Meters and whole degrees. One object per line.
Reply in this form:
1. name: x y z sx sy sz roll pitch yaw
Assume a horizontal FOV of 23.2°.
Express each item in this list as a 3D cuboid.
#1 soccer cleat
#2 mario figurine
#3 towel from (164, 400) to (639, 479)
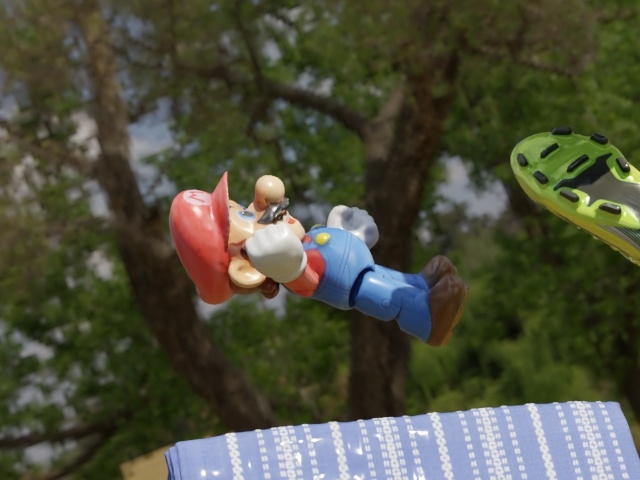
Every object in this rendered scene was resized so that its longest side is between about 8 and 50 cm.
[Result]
1. soccer cleat: 0.290 -0.009 1.422 0.093 0.289 0.121 -43 -37 -23
2. mario figurine: 0.000 0.000 1.639 0.320 0.170 0.198 16 -24 -10
3. towel: 0.072 0.226 1.036 0.336 0.243 0.040 -4 -36 -11
